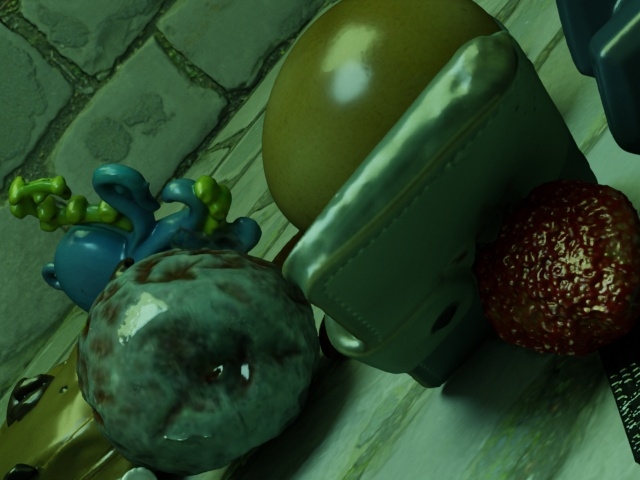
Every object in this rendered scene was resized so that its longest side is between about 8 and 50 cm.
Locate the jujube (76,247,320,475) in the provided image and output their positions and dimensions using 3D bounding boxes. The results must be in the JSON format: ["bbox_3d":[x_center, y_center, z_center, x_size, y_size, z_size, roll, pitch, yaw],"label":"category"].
[{"bbox_3d":[-0.122,0.111,1.602,0.246,0.215,0.308,-25,3,-7],"label":"jujube"}]

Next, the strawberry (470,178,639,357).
[{"bbox_3d":[0.184,0.021,1.130,0.148,0.131,0.131,13,58,44],"label":"strawberry"}]

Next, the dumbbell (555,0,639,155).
[{"bbox_3d":[0.288,-0.173,1.341,0.160,0.144,0.325,-46,14,16],"label":"dumbbell"}]

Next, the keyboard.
[{"bbox_3d":[0.222,0.085,1.084,0.061,0.013,0.204,-45,13,16],"label":"keyboard"}]

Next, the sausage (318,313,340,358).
[{"bbox_3d":[0.046,0.068,1.621,0.183,0.054,0.062,-38,16,49],"label":"sausage"}]

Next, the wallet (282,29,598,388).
[{"bbox_3d":[0.105,-0.005,1.229,0.252,0.083,0.360,-51,-24,2],"label":"wallet"}]

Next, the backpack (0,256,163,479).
[{"bbox_3d":[-0.268,0.215,1.894,0.353,0.201,0.378,-46,10,25],"label":"backpack"}]

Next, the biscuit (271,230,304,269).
[{"bbox_3d":[0.000,0.000,2.004,0.236,0.039,0.180,-44,16,22],"label":"biscuit"}]

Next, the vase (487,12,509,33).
[{"bbox_3d":[0.143,-0.181,1.961,0.219,0.096,0.096,-41,14,38],"label":"vase"}]

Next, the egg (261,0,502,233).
[{"bbox_3d":[0.067,-0.127,1.681,0.322,0.250,0.250,-45,12,36],"label":"egg"}]

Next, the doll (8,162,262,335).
[{"bbox_3d":[-0.224,0.013,2.029,0.341,0.346,0.098,-12,44,24],"label":"doll"}]

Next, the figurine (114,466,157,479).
[{"bbox_3d":[-0.183,0.308,1.489,0.263,0.142,0.189,175,104,-69],"label":"figurine"}]
